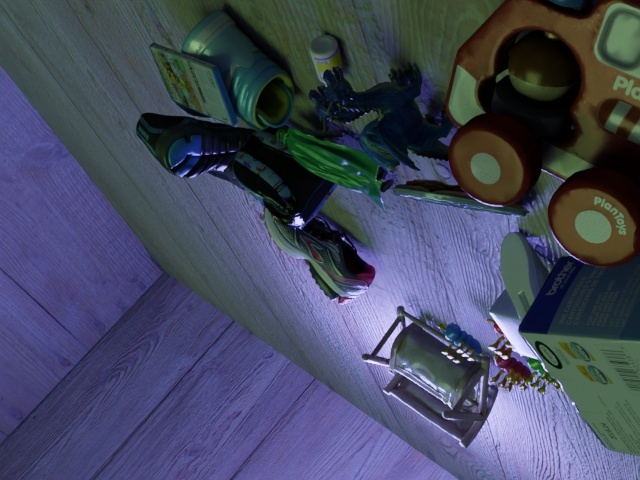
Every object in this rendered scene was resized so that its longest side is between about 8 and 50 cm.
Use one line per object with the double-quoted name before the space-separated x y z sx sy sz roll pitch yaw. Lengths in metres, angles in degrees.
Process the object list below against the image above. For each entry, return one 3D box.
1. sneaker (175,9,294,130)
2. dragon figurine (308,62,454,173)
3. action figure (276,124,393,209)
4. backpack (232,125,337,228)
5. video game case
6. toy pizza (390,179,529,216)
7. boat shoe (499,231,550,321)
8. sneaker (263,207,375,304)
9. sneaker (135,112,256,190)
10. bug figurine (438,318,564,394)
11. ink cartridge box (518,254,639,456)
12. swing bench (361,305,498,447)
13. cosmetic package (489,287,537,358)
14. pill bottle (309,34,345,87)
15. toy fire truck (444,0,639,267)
"sneaker" -0.150 -0.252 1.551 0.208 0.127 0.319 42 164 3
"dragon figurine" 0.110 -0.144 1.203 0.289 0.144 0.085 47 163 -18
"action figure" 0.018 -0.149 1.517 0.232 0.063 0.137 27 150 22
"backpack" -0.070 -0.125 1.628 0.173 0.158 0.117 31 166 13
"video game case" -0.216 -0.265 1.474 0.166 0.015 0.119 26 149 35
"toy pizza" 0.202 -0.065 1.255 0.201 0.032 0.201 10 -178 0
"boat shoe" 0.332 0.072 1.328 0.066 0.063 0.184 -49 51 47
"sneaker" 0.000 0.000 1.915 0.299 0.121 0.112 44 134 -6
"sneaker" -0.202 -0.186 1.678 0.140 0.125 0.341 36 -165 32
"bug figurine" 0.360 0.217 1.690 0.216 0.072 0.279 38 160 -11
"ink cartridge box" 0.444 0.154 1.099 0.396 0.151 0.270 -5 132 52
"swing bench" 0.264 0.318 2.016 0.253 0.165 0.254 31 166 30
"cosmetic package" 0.396 0.143 1.401 0.231 0.085 0.117 11 145 56
"pill bottle" 0.012 -0.264 1.297 0.043 0.043 0.083 32 161 29
"toy fire truck" 0.275 -0.142 0.870 0.302 0.169 0.253 33 138 24
